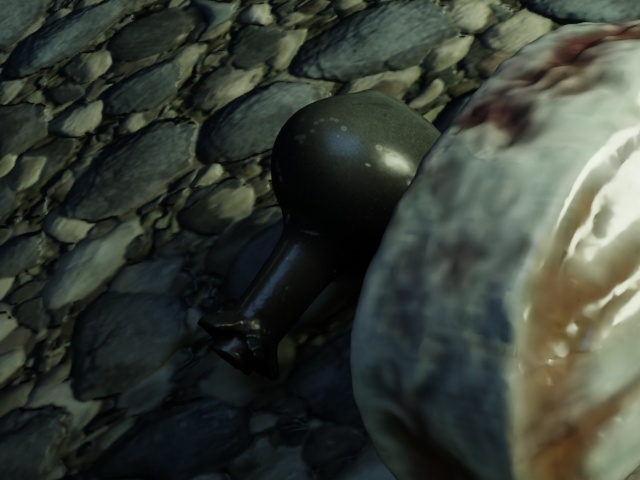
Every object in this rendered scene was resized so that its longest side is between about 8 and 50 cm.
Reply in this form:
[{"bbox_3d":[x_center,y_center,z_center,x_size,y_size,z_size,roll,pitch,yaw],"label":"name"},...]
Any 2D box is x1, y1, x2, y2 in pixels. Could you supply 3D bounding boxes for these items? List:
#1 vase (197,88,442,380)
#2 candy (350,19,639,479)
[{"bbox_3d":[0.000,0.000,0.949,0.120,0.120,0.183,25,73,47],"label":"vase"},{"bbox_3d":[0.130,0.018,0.754,0.157,0.214,0.289,8,45,42],"label":"candy"}]
